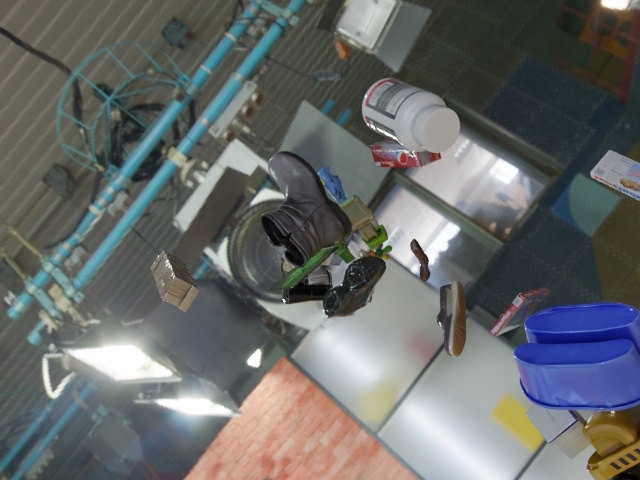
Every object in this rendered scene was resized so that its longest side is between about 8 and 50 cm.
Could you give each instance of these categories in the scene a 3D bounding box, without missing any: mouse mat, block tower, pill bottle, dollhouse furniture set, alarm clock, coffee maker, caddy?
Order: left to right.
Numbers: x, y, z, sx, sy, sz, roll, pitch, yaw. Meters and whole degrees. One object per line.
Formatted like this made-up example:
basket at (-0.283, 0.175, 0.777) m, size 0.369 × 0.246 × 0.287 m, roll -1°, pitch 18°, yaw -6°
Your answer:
block tower at (-0.508, 0.130, 2.242) m, size 0.097 × 0.335 × 0.091 m, roll 31°, pitch -87°, yaw -28°
alarm clock at (-0.123, 0.112, 2.842) m, size 0.064 × 0.192 × 0.129 m, roll -37°, pitch -24°, yaw -49°
mouse mat at (-0.046, 0.078, 1.796) m, size 0.189 × 0.007 × 0.152 m, roll -40°, pitch 13°, yaw -29°
coffee maker at (-0.049, 0.192, 2.405) m, size 0.178 × 0.171 × 0.120 m, roll -5°, pitch -19°, yaw -14°
dollhouse furniture set at (0.087, -0.079, 2.320) m, size 0.197 × 0.151 × 0.301 m, roll -32°, pitch -39°, yaw 11°
pill bottle at (0.269, -0.367, 1.932) m, size 0.176 × 0.318 × 0.177 m, roll -11°, pitch -62°, yaw -21°
caddy at (0.628, 0.287, 1.542) m, size 0.241 × 0.341 × 0.179 m, roll -51°, pitch -60°, yaw -43°

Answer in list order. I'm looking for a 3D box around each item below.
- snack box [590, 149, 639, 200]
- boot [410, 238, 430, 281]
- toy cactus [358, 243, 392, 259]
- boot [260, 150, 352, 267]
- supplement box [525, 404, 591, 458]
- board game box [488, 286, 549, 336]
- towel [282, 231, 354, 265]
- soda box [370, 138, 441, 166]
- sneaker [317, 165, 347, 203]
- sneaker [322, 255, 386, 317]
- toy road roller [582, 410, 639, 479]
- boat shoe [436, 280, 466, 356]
snack box at (0.628, -0.115, 1.277) m, size 0.064 × 0.178 × 0.022 m, roll -47°, pitch -38°, yaw -5°
boot at (0.316, 0.062, 2.086) m, size 0.114 × 0.037 × 0.107 m, roll 53°, pitch -148°, yaw -41°
toy cactus at (0.188, 0.085, 2.617) m, size 0.112 × 0.180 × 0.219 m, roll 30°, pitch -80°, yaw -27°
boot at (-0.084, -0.098, 1.786) m, size 0.222 × 0.338 × 0.118 m, roll -27°, pitch -24°, yaw -41°
supplement box at (0.709, 0.541, 1.903) m, size 0.114 × 0.111 × 0.220 m, roll -44°, pitch -47°, yaw 10°
board game box at (0.595, 0.208, 1.935) m, size 0.281 × 0.027 × 0.145 m, roll 0°, pitch -51°, yaw -58°
towel at (0.000, 0.000, 2.594) m, size 0.284 × 0.034 × 0.209 m, roll 9°, pitch -68°, yaw -38°
soda box at (0.282, -0.298, 2.182) m, size 0.092 × 0.263 × 0.084 m, roll -25°, pitch -72°, yaw -25°
sneaker at (0.071, -0.226, 2.789) m, size 0.082 × 0.209 × 0.069 m, roll -42°, pitch 12°, yaw 0°
sneaker at (0.129, 0.154, 2.138) m, size 0.130 × 0.109 × 0.286 m, roll 13°, pitch -46°, yaw -37°
toy road roller at (0.860, 0.541, 1.739) m, size 0.329 × 0.241 × 0.202 m, roll -43°, pitch -16°, yaw 25°
boat shoe at (0.463, 0.282, 2.326) m, size 0.103 × 0.092 × 0.286 m, roll 40°, pitch -131°, yaw -44°
